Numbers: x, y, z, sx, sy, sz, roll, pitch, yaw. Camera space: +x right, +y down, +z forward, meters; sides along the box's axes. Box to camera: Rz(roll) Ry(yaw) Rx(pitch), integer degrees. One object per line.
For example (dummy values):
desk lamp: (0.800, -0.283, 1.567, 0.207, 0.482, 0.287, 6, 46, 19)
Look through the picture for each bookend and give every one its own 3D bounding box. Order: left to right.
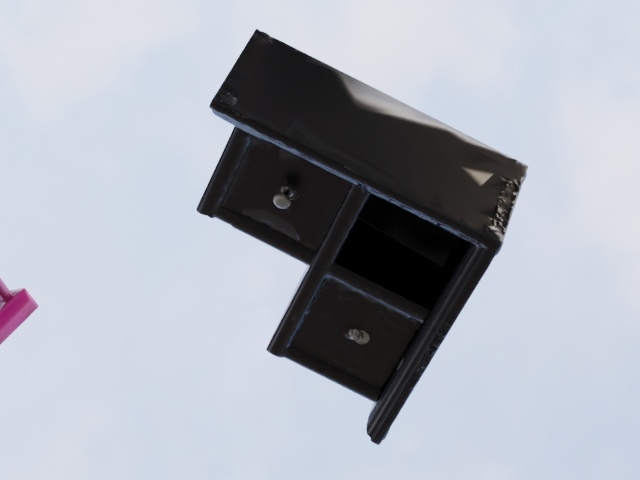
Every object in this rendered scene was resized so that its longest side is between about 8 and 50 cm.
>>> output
bookend: (0.000, 0.000, 0.994, 0.156, 0.157, 0.072, -61, -178, 39)

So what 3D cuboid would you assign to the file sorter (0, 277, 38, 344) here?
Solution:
file sorter: (-0.396, 0.080, 1.382, 0.202, 0.182, 0.291, -12, -152, 49)
